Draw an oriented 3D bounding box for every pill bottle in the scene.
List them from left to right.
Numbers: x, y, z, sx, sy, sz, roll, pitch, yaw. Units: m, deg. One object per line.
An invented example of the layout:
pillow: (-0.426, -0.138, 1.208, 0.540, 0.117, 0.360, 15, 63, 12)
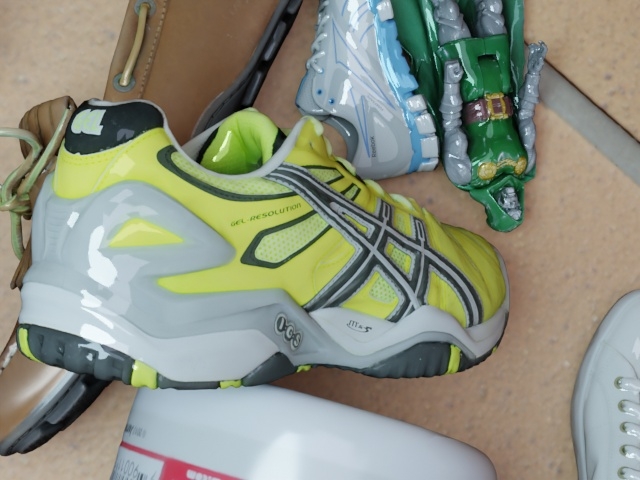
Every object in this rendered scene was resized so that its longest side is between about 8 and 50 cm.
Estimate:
pill bottle: (-0.052, 0.294, 0.774, 0.229, 0.229, 0.407, 17, 81, -11)

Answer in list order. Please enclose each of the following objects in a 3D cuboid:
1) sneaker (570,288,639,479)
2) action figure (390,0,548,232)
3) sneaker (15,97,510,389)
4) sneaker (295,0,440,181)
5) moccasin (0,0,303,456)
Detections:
sneaker: (0.234, 0.174, 0.911, 0.106, 0.123, 0.290, 11, 81, -10)
action figure: (0.113, -0.120, 0.943, 0.137, 0.063, 0.232, -12, 92, -23)
sneaker: (0.000, 0.000, 0.778, 0.385, 0.145, 0.147, 0, 98, -53)
sneaker: (0.015, -0.127, 0.916, 0.083, 0.071, 0.190, -21, 89, -9)
moccasin: (-0.138, -0.048, 0.836, 0.147, 0.139, 0.380, 24, 82, -4)
